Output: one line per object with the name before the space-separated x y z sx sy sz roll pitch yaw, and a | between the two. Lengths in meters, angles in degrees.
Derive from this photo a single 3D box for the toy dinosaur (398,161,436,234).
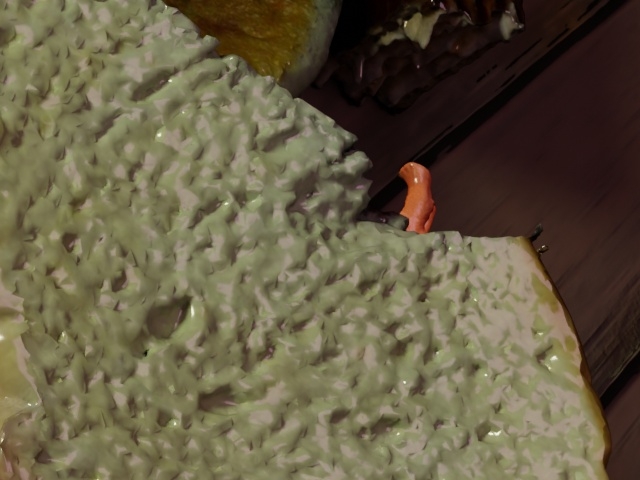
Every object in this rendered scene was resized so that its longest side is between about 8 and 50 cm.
toy dinosaur | 0.002 -0.003 0.832 0.280 0.055 0.101 16 60 -19

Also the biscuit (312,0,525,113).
biscuit | 0.042 -0.193 0.920 0.070 0.106 0.252 14 61 -35

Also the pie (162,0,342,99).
pie | -0.112 -0.169 0.788 0.302 0.067 0.302 17 58 -29

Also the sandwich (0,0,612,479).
sandwich | -0.042 0.009 0.566 0.254 0.100 0.288 -12 80 -36
